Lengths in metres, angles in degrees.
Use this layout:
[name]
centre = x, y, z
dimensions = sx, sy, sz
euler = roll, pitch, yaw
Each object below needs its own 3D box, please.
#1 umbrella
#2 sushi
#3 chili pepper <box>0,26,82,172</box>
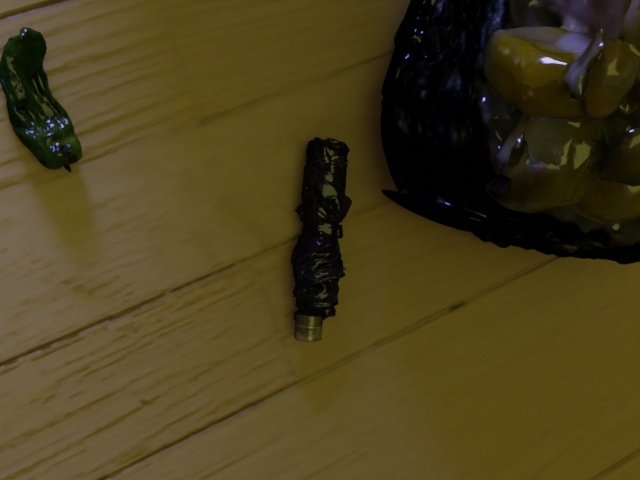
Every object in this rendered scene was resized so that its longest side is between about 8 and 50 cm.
[umbrella]
centre = 0.000, 0.000, 0.594
dimensions = 0.037, 0.040, 0.143
euler = 3, 93, -36
[sushi]
centre = 0.238, -0.131, 0.555
dimensions = 0.329, 0.285, 0.327
euler = 26, 83, -24
[chili pepper]
centre = -0.175, -0.084, 0.521
dimensions = 0.030, 0.034, 0.091
euler = -30, 107, -53
